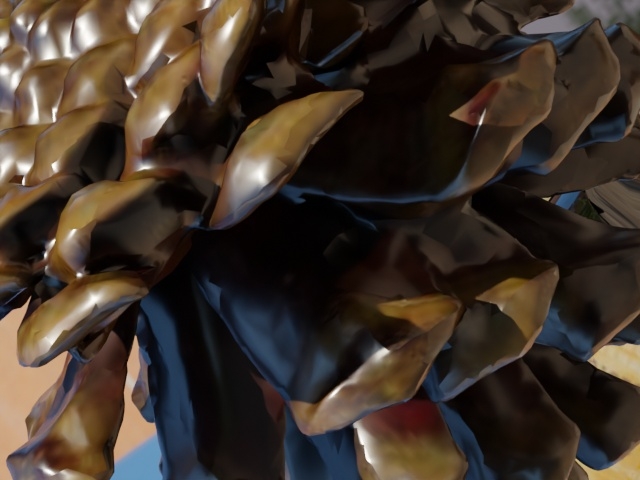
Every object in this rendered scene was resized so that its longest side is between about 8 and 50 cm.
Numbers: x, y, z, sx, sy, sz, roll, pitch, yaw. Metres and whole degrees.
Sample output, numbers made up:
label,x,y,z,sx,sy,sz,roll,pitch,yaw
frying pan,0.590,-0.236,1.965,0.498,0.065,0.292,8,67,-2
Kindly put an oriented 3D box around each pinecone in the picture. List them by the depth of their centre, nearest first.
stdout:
label,x,y,z,sx,sy,sz,roll,pitch,yaw
pinecone,0.000,0.000,0.813,0.384,0.384,0.384,37,-147,-29

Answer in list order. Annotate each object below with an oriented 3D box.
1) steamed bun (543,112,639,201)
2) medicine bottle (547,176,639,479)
label,x,y,z,sx,sy,sz,roll,pitch,yaw
steamed bun,0.180,-0.027,1.482,0.110,0.231,0.212,32,-172,20
medicine bottle,0.202,0.150,1.219,0.242,0.395,0.242,14,-150,-8
